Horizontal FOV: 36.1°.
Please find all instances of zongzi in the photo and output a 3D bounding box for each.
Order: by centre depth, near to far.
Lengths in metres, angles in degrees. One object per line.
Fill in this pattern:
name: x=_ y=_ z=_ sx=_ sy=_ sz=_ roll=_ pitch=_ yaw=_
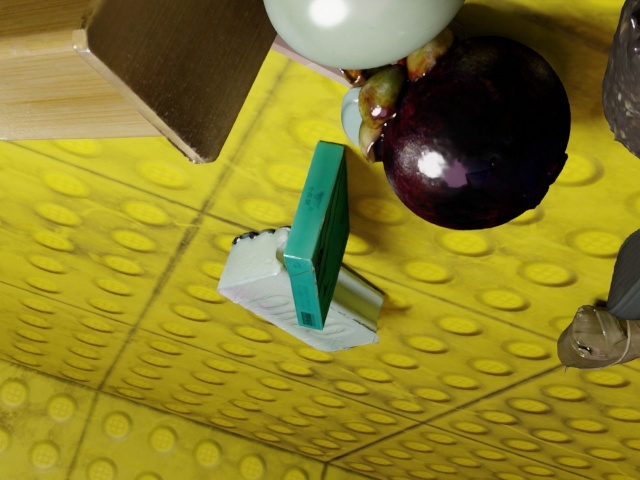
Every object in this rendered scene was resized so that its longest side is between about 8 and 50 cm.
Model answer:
zongzi: x=0.445 y=0.153 z=1.444 sx=0.178 sy=0.081 sz=0.189 roll=2 pitch=160 yaw=3

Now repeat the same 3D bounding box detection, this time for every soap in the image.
soap: x=-0.025 y=0.085 z=1.527 sx=0.150 sy=0.094 sz=0.261 roll=-10 pitch=146 yaw=43

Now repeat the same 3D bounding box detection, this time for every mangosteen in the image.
mangosteen: x=0.122 y=-0.114 z=0.933 sx=0.231 sy=0.194 sz=0.194 roll=32 pitch=157 yaw=9

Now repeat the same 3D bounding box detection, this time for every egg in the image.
egg: x=0.038 y=-0.215 z=0.784 sx=0.149 sy=0.149 sz=0.192 roll=32 pitch=152 yaw=-32

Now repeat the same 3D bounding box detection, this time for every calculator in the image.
calculator: x=0.069 y=-0.135 z=1.088 sx=0.095 sy=0.021 sz=0.153 roll=13 pitch=161 yaw=4

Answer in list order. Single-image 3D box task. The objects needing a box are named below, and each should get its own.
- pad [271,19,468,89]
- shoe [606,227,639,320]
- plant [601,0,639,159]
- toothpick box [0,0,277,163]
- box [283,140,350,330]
pad: x=0.001 y=-0.221 z=0.971 sx=0.266 sy=0.002 sz=0.176 roll=23 pitch=154 yaw=-18
shoe: x=0.414 y=0.028 z=1.146 sx=0.093 sy=0.108 sz=0.241 roll=18 pitch=152 yaw=1
plant: x=0.306 y=-0.167 z=0.686 sx=0.182 sy=0.194 sz=0.320 roll=8 pitch=158 yaw=6
toothpick box: x=-0.231 y=-0.196 z=0.953 sx=0.308 sy=0.190 sz=0.187 roll=3 pitch=153 yaw=36
box: x=0.000 y=0.000 z=1.251 sx=0.042 sy=0.160 sz=0.226 roll=11 pitch=156 yaw=9
